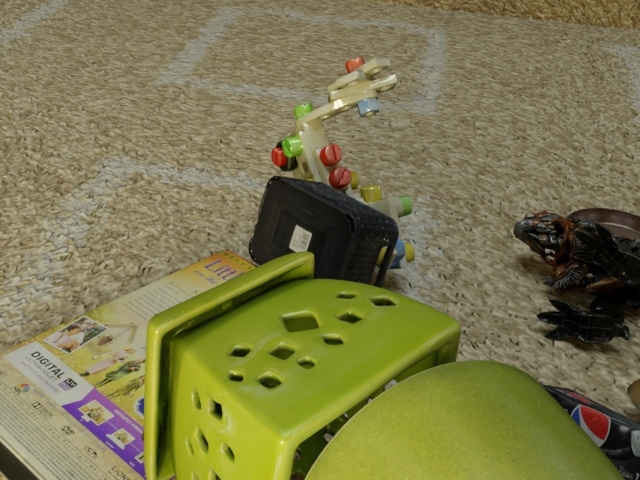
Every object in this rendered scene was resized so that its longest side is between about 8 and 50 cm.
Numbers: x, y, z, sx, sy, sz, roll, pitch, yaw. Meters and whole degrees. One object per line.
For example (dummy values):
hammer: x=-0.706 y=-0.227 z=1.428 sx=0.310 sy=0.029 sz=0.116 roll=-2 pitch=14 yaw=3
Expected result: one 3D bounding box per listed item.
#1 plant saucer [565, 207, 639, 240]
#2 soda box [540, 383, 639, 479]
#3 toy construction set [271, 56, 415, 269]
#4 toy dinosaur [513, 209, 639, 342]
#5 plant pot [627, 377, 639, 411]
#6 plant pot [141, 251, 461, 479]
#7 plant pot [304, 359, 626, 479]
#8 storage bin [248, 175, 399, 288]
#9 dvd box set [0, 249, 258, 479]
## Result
plant saucer: x=0.465 y=0.000 z=1.420 sx=0.168 sy=0.029 sz=0.168 roll=3 pitch=30 yaw=-2
soda box: x=0.303 y=0.211 z=0.964 sx=0.060 sy=0.053 sz=0.169 roll=14 pitch=6 yaw=-36
toy construction set: x=0.035 y=-0.100 z=1.306 sx=0.151 sy=0.328 sz=0.215 roll=2 pitch=-15 yaw=-26
toy dinosaur: x=0.413 y=0.040 z=1.240 sx=0.321 sy=0.164 sz=0.218 roll=6 pitch=13 yaw=34
plant pot: x=0.452 y=0.205 z=0.979 sx=0.236 sy=0.032 sz=0.236 roll=20 pitch=13 yaw=-5
plant pot: x=-0.034 y=0.153 z=0.819 sx=0.207 sy=0.227 sz=0.228 roll=32 pitch=40 yaw=32
plant pot: x=0.157 y=0.273 z=0.635 sx=0.274 sy=0.275 sz=0.293 roll=-11 pitch=25 yaw=-24
storage bin: x=0.000 y=0.000 z=1.169 sx=0.084 sy=0.122 sz=0.180 roll=5 pitch=18 yaw=-43
dvd box set: x=-0.166 y=0.160 z=1.036 sx=0.307 sy=0.062 sz=0.420 roll=28 pitch=38 yaw=34
